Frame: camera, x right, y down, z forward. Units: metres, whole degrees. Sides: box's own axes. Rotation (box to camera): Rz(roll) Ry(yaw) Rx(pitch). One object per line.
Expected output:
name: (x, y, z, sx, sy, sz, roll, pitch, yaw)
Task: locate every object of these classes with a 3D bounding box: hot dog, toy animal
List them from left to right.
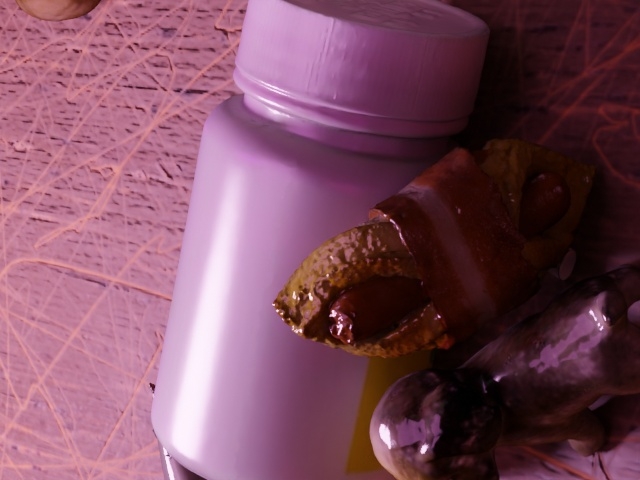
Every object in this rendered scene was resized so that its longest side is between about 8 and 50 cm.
hot dog: (0.098, 0.008, 1.338, 0.123, 0.261, 0.093, 61, 163, -21)
toy animal: (0.153, 0.107, 1.356, 0.233, 0.169, 0.121, -36, 66, 27)

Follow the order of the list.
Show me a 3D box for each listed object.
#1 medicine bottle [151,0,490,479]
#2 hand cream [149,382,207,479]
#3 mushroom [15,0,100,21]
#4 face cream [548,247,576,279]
medicine bottle: (0.000, 0.000, 1.470, 0.213, 0.213, 0.378, 28, 114, 43)
hand cream: (-0.117, 0.220, 1.724, 0.054, 0.087, 0.186, -19, 78, 6)
mushroom: (-0.275, -0.381, 1.810, 0.128, 0.128, 0.350, -13, 88, 47)
face cream: (0.148, -0.005, 1.450, 0.115, 0.020, 0.038, 33, 117, 42)
